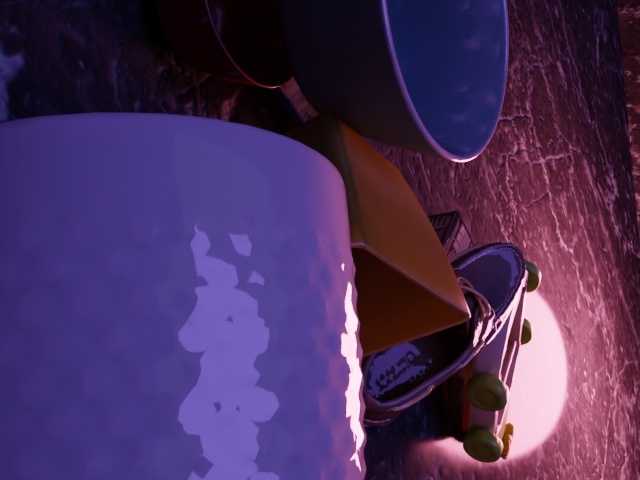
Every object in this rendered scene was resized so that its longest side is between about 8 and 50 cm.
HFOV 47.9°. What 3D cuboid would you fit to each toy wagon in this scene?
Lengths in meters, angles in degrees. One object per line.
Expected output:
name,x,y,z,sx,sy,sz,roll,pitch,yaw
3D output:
toy wagon,0.272,0.206,1.104,0.267,0.068,0.344,-56,150,-45

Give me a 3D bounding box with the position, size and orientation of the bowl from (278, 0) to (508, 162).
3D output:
bowl,0.071,-0.232,0.766,0.311,0.163,0.312,3,86,-56

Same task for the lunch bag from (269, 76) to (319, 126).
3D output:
lunch bag,0.000,-0.206,0.893,0.129,0.096,0.151,50,59,-38

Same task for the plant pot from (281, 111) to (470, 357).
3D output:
plant pot,0.000,0.000,0.747,0.212,0.212,0.187,32,42,-45

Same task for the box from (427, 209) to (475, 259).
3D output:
box,0.173,0.069,1.057,0.147,0.077,0.180,60,39,-25

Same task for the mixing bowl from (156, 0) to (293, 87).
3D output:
mixing bowl,-0.102,-0.240,0.738,0.181,0.098,0.181,11,77,-59

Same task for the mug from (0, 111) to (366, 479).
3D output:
mug,-0.107,0.144,0.475,0.374,0.276,0.328,91,-6,-75

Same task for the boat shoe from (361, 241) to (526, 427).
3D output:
boat shoe,0.152,0.103,0.886,0.324,0.097,0.116,-37,84,-23
